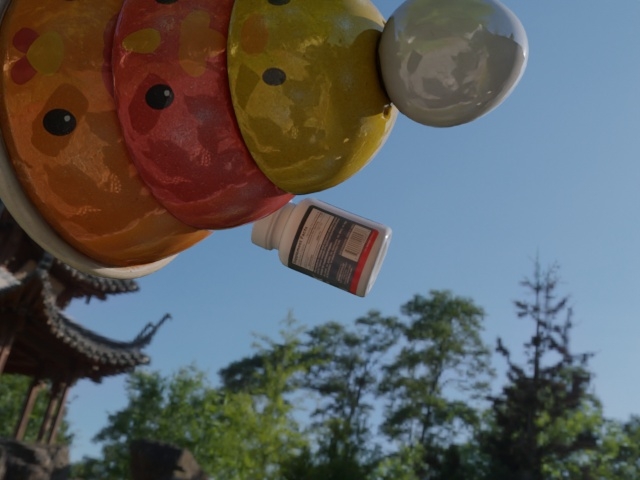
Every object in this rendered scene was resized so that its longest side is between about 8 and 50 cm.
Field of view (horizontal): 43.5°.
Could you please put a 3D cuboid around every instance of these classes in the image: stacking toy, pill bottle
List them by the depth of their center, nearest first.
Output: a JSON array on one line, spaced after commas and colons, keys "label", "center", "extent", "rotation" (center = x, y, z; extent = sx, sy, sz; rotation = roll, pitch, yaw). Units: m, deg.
[{"label": "stacking toy", "center": [-0.047, -0.153, 0.760], "extent": [0.480, 0.350, 0.350], "rotation": [-7, -31, 27]}, {"label": "pill bottle", "center": [0.000, 0.000, 1.133], "extent": [0.180, 0.108, 0.108], "rotation": [22, -24, 10]}]
